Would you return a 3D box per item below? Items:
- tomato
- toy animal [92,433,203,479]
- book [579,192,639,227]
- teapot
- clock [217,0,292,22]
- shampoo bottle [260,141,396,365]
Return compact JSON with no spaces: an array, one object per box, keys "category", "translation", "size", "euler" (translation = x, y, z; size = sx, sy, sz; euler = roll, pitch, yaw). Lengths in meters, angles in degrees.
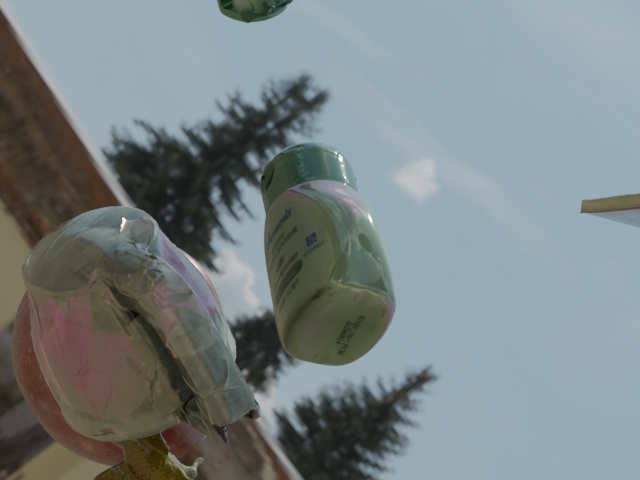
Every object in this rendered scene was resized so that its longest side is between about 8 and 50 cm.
[{"category":"tomato","translation":[-0.230,0.123,1.588],"size":[0.270,0.227,0.270],"euler":[-11,90,-69]},{"category":"toy animal","translation":[-0.163,0.217,1.340],"size":[0.095,0.219,0.155],"euler":[31,8,-20]},{"category":"book","translation":[0.547,-0.005,1.749],"size":[0.374,0.028,0.262],"euler":[14,-6,-14]},{"category":"teapot","translation":[-0.165,0.076,1.160],"size":[0.221,0.163,0.178],"euler":[-118,-174,-56]},{"category":"clock","translation":[-0.096,-0.389,2.248],"size":[0.135,0.101,0.041],"euler":[28,-38,45]},{"category":"shampoo bottle","translation":[0.000,0.000,2.021],"size":[0.349,0.151,0.221],"euler":[-101,-149,-44]}]
